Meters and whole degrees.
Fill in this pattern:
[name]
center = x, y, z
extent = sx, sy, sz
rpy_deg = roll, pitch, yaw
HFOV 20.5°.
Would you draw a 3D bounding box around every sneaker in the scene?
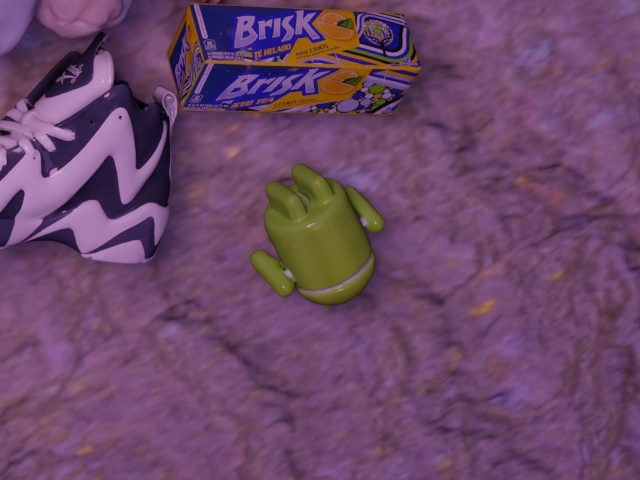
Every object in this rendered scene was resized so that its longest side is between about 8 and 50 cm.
[sneaker]
center = -0.195, -0.072, 1.182
extent = 0.235, 0.094, 0.153
rpy_deg = 9, 107, -29

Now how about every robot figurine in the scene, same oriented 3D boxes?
[robot figurine]
center = 0.000, 0.000, 1.325
extent = 0.101, 0.067, 0.115
rpy_deg = -37, 124, -16

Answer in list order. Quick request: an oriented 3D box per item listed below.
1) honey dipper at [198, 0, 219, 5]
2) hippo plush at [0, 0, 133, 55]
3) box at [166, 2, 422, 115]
[honey dipper]
center = -0.139, -0.195, 1.193
extent = 0.160, 0.030, 0.030
rpy_deg = 15, 105, -27
[hippo plush]
center = -0.152, -0.215, 1.034
extent = 0.294, 0.236, 0.234
rpy_deg = -23, 112, -14
[box]
center = -0.019, -0.127, 1.253
extent = 0.169, 0.054, 0.059
rpy_deg = -1, 147, -26
